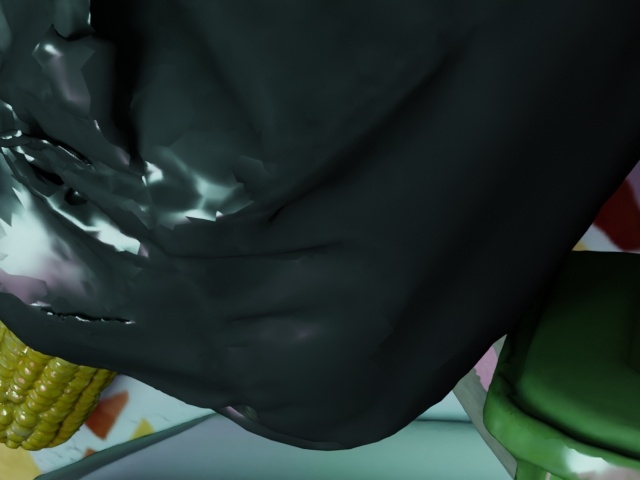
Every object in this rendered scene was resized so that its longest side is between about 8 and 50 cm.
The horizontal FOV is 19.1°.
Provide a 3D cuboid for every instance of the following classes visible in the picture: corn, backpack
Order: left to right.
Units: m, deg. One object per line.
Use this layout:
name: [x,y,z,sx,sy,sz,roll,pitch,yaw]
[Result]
corn: [-0.121,0.025,0.967,0.080,0.080,0.238,38,127,7]
backpack: [-0.075,-0.159,0.689,0.445,0.363,0.255,30,158,25]

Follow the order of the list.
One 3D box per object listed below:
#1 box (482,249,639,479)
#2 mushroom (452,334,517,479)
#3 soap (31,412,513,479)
box: [0.213,0.133,0.671,0.328,0.253,0.178,13,103,9]
mushroom: [0.117,0.071,0.847,0.096,0.099,0.278,-40,89,33]
soap: [-0.022,0.199,0.983,0.347,0.115,0.208,0,115,31]
